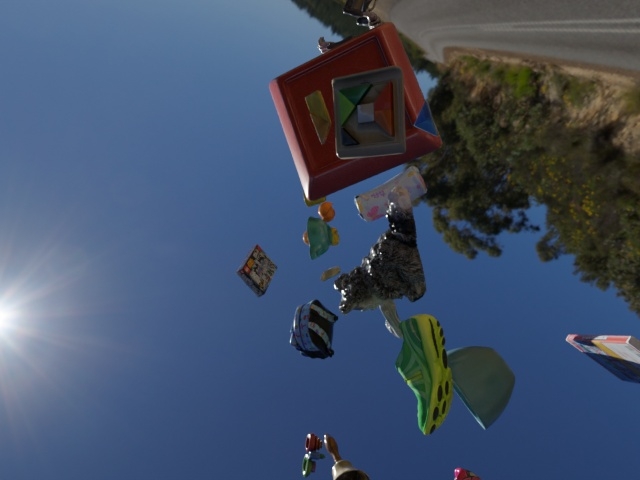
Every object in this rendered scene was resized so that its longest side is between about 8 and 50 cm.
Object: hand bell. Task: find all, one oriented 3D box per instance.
[{"bbox_3d":[0.057,0.702,1.375,0.126,0.126,0.242,16,-172,-18],"label":"hand bell"}]

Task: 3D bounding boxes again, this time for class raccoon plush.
[{"bbox_3d":[0.164,0.045,1.417,0.299,0.446,0.216,-13,-158,5],"label":"raccoon plush"}]

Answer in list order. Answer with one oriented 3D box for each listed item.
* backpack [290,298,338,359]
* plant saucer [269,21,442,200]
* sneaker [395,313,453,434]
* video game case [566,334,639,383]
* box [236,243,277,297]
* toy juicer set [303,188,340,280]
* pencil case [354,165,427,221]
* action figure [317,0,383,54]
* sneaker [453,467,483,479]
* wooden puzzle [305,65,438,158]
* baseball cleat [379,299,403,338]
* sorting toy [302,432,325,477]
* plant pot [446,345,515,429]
[{"bbox_3d":[-0.030,0.267,1.322,0.117,0.173,0.158,-6,-124,23],"label":"backpack"},{"bbox_3d":[0.048,-0.236,0.767,0.048,0.259,0.258,15,-125,-72],"label":"plant saucer"},{"bbox_3d":[0.262,0.338,1.106,0.109,0.124,0.295,3,-100,-45],"label":"sneaker"},{"bbox_3d":[0.847,0.332,1.190,0.204,0.025,0.285,37,171,7],"label":"video game case"},{"bbox_3d":[-0.173,0.081,1.186,0.094,0.027,0.137,50,-155,-17],"label":"box"},{"bbox_3d":[0.000,0.000,1.406,0.209,0.090,0.328,46,-143,-64],"label":"toy juicer set"},{"bbox_3d":[0.266,-0.177,1.646,0.124,0.273,0.113,56,-159,-20],"label":"pencil case"},{"bbox_3d":[0.090,-0.439,0.945,0.141,0.275,0.164,-8,176,40],"label":"action figure"},{"bbox_3d":[0.304,0.699,1.084,0.112,0.299,0.121,40,-173,6],"label":"sneaker"},{"bbox_3d":[0.040,-0.110,0.378,0.116,0.078,0.014,-7,-172,32],"label":"wooden puzzle"},{"bbox_3d":[0.290,0.323,1.824,0.072,0.109,0.205,-24,-92,-20],"label":"baseball cleat"},{"bbox_3d":[-0.015,0.537,1.074,0.042,0.061,0.102,14,-115,-13],"label":"sorting toy"},{"bbox_3d":[0.582,0.499,1.568,0.290,0.195,0.290,55,180,0],"label":"plant pot"}]
